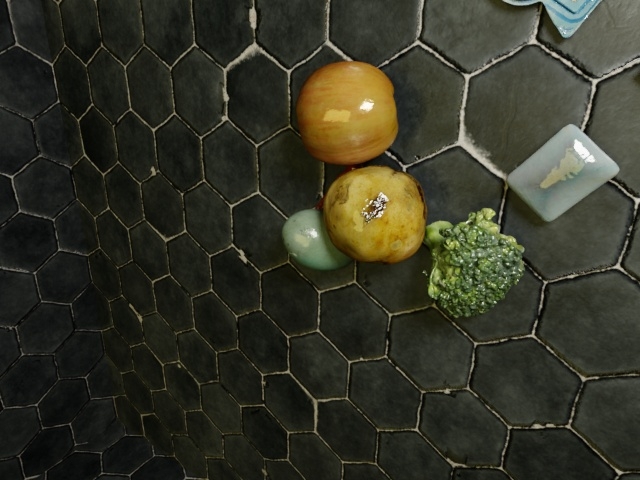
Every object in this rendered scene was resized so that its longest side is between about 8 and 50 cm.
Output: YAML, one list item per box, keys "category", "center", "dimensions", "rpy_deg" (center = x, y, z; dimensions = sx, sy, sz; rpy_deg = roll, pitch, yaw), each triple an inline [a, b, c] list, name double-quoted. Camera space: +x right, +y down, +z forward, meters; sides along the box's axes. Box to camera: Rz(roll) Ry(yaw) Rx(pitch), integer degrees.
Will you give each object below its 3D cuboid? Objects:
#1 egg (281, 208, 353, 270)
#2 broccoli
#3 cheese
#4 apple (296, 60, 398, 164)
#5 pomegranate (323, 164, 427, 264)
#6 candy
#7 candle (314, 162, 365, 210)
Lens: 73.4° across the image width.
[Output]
- category: "egg"
  center: [0.000, 0.000, 1.198]
  dimensions: [0.169, 0.237, 0.169]
  rpy_deg: [-27, 57, 49]
- category: "broccoli"
  center: [0.349, 0.047, 1.024]
  dimensions: [0.288, 0.248, 0.245]
  rpy_deg: [114, 148, -42]
- category: "cheese"
  center: [0.423, -0.510, 0.825]
  dimensions: [0.245, 0.052, 0.135]
  rpy_deg: [45, 126, 13]
- category: "apple"
  center: [0.071, -0.310, 1.044]
  dimensions: [0.241, 0.242, 0.242]
  rpy_deg: [1, 108, 20]
- category: "pomegranate"
  center: [0.132, -0.067, 1.058]
  dimensions: [0.261, 0.260, 0.260]
  rpy_deg: [12, 114, 30]
- category: "candy"
  center: [0.499, -0.136, 0.900]
  dimensions: [0.138, 0.071, 0.174]
  rpy_deg: [49, 127, 9]
- category: "candle"
  center: [0.031, -0.119, 1.237]
  dimensions: [0.048, 0.051, 0.329]
  rpy_deg: [38, 126, 0]
